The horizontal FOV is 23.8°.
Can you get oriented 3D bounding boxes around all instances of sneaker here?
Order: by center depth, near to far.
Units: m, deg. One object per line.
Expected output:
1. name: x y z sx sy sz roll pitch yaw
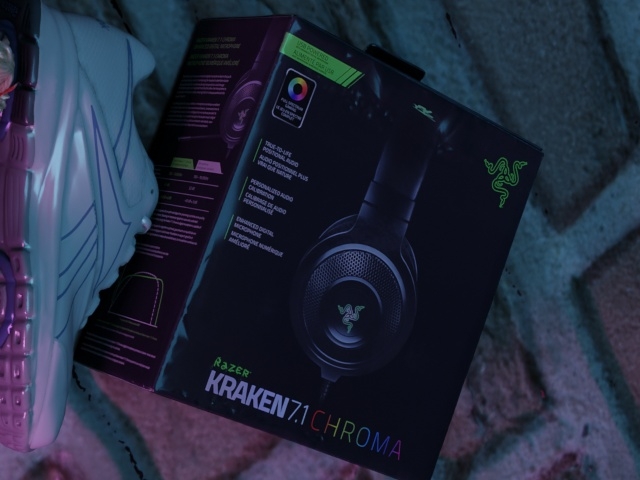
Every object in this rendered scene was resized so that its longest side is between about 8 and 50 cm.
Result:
1. sneaker: -0.164 -0.008 0.990 0.129 0.111 0.297 4 96 -42

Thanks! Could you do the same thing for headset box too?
1. headset box: 0.000 0.000 1.078 0.246 0.131 0.283 25 81 -33

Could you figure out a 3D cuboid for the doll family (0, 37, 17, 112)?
1. doll family: -0.268 -0.127 0.823 0.118 0.163 0.263 -62 145 -29
